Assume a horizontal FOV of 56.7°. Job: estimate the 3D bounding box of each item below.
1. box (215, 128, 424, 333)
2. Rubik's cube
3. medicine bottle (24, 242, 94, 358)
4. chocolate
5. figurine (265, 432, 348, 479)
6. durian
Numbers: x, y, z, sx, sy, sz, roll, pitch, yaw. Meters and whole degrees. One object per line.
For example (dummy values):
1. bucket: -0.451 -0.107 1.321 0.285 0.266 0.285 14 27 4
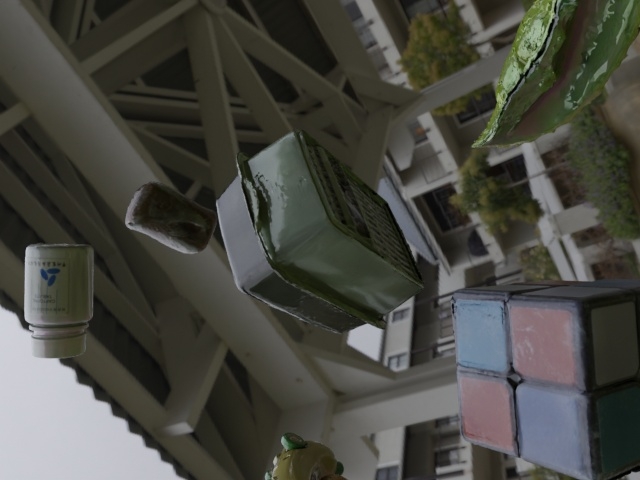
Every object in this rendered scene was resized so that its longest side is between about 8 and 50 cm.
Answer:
1. box: 0.000 0.000 0.828 0.290 0.166 0.220 33 -152 -46
2. Rubik's cube: 0.476 0.241 1.146 0.316 0.313 0.318 -2 -91 -31
3. medicine bottle: -0.691 0.154 1.573 0.170 0.170 0.292 -3 -86 -65
4. chocolate: -0.405 -0.062 1.668 0.254 0.080 0.156 29 -106 -33
5. figurine: -0.017 0.571 1.365 0.222 0.124 0.324 26 -175 1
6. durian: 0.347 -0.272 0.858 0.158 0.351 0.169 34 -130 17
